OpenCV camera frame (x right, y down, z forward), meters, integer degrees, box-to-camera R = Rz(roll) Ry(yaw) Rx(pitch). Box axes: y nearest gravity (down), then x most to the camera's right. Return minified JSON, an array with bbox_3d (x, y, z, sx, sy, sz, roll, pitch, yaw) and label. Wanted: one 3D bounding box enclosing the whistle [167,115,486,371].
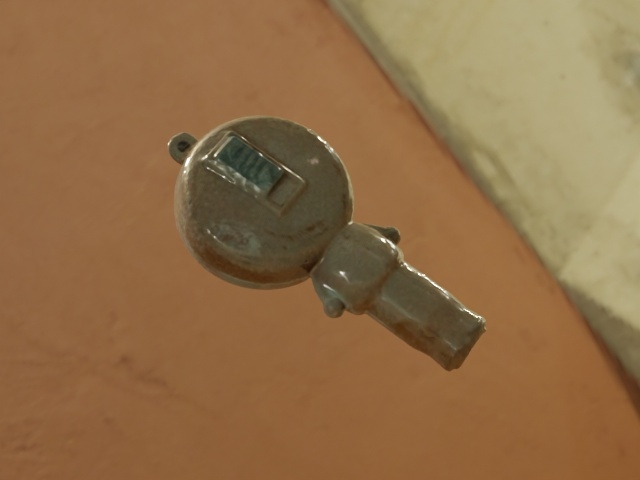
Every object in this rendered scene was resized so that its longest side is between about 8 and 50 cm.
[{"bbox_3d":[0.000,0.000,0.983,0.220,0.057,0.107,36,-117,7],"label":"whistle"}]
